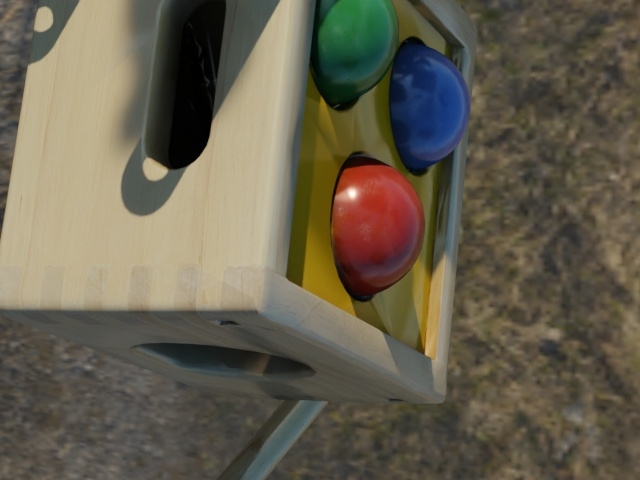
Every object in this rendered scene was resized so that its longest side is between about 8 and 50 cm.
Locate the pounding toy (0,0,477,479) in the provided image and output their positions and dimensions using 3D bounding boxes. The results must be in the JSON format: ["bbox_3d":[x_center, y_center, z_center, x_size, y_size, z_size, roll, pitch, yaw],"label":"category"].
[{"bbox_3d":[0.002,0.011,0.476,0.206,0.094,0.181,32,61,-60],"label":"pounding toy"}]
